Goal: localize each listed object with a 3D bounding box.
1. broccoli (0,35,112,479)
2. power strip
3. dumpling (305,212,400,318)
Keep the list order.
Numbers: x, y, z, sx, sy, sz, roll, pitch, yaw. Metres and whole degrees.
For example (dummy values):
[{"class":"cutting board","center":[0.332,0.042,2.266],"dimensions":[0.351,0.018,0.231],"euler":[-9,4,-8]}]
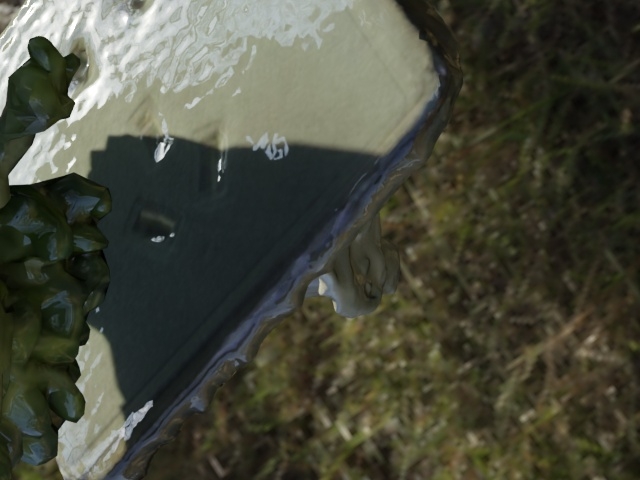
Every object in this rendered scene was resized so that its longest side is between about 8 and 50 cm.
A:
[{"class":"broccoli","center":[-0.232,-0.075,0.438],"dimensions":[0.338,0.277,0.317],"euler":[8,87,41]},{"class":"power strip","center":[-0.041,-0.040,0.560],"dimensions":[0.198,0.064,0.213],"euler":[-46,49,20]},{"class":"dumpling","center":[0.000,0.000,1.224],"dimensions":[0.151,0.124,0.229],"euler":[35,-166,-9]}]
